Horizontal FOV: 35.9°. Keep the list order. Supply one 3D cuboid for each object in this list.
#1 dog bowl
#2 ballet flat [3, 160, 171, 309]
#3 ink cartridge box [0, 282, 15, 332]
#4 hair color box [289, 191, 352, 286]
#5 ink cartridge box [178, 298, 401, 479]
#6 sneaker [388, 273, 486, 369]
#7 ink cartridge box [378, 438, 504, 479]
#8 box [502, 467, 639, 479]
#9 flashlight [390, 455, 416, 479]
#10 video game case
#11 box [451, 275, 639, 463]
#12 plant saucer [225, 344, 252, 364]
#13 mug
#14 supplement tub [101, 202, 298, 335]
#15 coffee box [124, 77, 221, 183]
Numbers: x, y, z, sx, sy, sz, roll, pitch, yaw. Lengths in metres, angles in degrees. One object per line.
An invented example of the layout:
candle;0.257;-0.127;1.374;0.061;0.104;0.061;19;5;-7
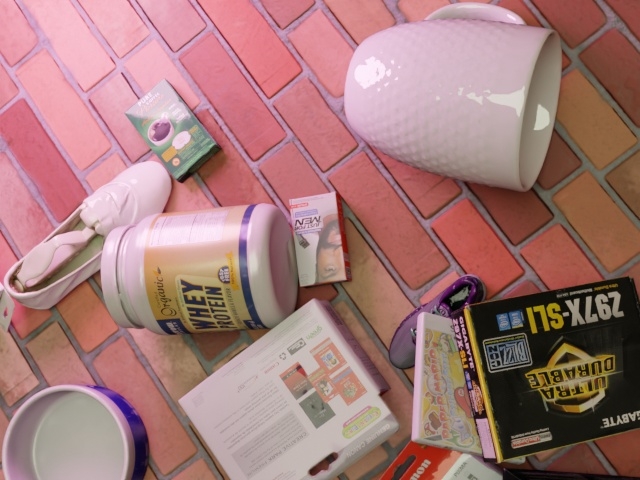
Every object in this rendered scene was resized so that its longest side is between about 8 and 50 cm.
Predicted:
dog bowl;-0.469;0.410;1.899;0.264;0.104;0.265;-2;83;13
ballet flat;-0.458;-0.007;1.931;0.400;0.139;0.139;-41;76;6
ink cartridge box;-0.703;0.099;1.984;0.198;0.067;0.115;46;136;14
hair color box;0.000;0.000;1.855;0.093;0.053;0.167;-10;83;12
ink cartridge box;-0.043;0.302;1.753;0.309;0.130;0.272;-37;79;7
sneaker;0.199;0.140;1.765;0.083;0.098;0.224;45;95;15
ink cartridge box;0.208;0.440;1.677;0.189;0.232;0.066;-53;35;5
box;0.441;0.438;1.590;0.261;0.184;0.103;5;84;-4
flashlight;0.186;0.409;1.738;0.103;0.103;0.304;36;92;12
video game case;0.255;0.250;1.677;0.206;0.026;0.227;15;61;-18
box;0.399;0.211;1.648;0.322;0.079;0.257;-8;78;-16
plant saucer;-0.096;0.309;1.852;0.240;0.037;0.241;-2;84;14
mug;0.241;-0.285;1.740;0.328;0.276;0.374;12;57;22
supplement tub;-0.217;0.057;1.812;0.316;0.228;0.228;-5;82;14
coffee box;-0.292;-0.218;1.959;0.113;0.040;0.184;-42;76;6
